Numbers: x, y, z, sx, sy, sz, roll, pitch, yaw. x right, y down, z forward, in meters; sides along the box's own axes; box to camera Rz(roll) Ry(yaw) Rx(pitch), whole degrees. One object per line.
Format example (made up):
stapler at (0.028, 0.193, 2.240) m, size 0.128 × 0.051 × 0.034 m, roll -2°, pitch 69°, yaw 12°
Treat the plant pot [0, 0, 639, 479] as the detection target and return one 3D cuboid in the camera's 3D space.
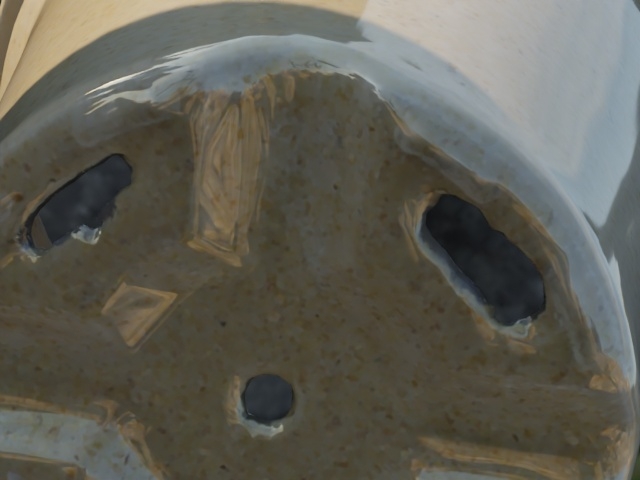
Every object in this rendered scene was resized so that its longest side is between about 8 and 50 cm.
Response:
plant pot at (0.000, 0.000, 0.700) m, size 0.334 × 0.334 × 0.305 m, roll 37°, pitch 20°, yaw -6°
